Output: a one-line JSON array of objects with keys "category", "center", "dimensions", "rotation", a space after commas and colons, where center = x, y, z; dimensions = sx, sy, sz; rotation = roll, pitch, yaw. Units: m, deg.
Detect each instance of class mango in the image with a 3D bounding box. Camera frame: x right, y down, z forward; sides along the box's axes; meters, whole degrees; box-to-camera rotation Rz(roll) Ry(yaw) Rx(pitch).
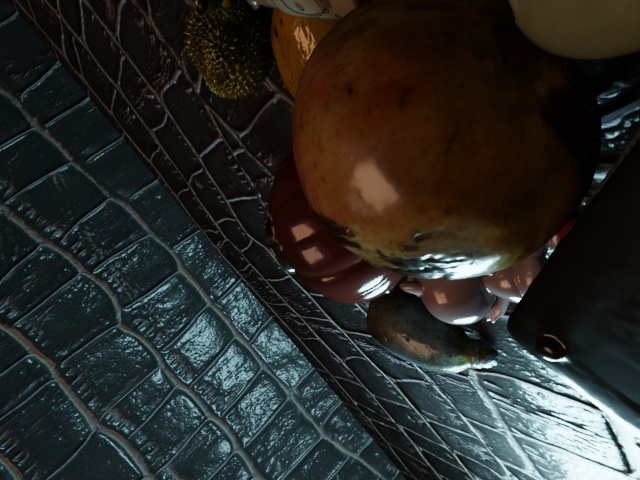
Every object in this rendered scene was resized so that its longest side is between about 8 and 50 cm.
[{"category": "mango", "center": [-0.002, -0.271, 0.768], "dimensions": [0.157, 0.109, 0.262], "rotation": [28, 154, 33]}]

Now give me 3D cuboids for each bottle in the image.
[{"category": "bottle", "center": [-0.009, -0.328, 0.589], "dimensions": [0.209, 0.110, 0.097], "rotation": [26, 173, 37]}]

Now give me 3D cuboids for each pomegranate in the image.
[{"category": "pomegranate", "center": [0.126, -0.108, 0.526], "dimensions": [0.322, 0.322, 0.322], "rotation": [40, 158, 20]}]

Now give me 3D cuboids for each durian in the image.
[{"category": "durian", "center": [-0.163, -0.359, 0.887], "dimensions": [0.159, 0.146, 0.198], "rotation": [19, 129, 52]}]

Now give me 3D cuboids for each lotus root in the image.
[{"category": "lotus root", "center": [0.242, 0.228, 1.129], "dimensions": [0.322, 0.140, 0.158], "rotation": [25, 149, 40]}]

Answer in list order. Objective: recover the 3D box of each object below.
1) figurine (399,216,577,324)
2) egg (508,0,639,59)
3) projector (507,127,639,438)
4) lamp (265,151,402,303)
[{"category": "figurine", "center": [0.276, 0.039, 0.764], "dimensions": [0.287, 0.186, 0.176], "rotation": [-9, 163, 43]}, {"category": "egg", "center": [0.211, -0.222, 0.331], "dimensions": [0.183, 0.183, 0.217], "rotation": [43, 151, 13]}, {"category": "projector", "center": [0.401, 0.050, 0.361], "dimensions": [0.395, 0.242, 0.405], "rotation": [40, 157, 23]}, {"category": "lamp", "center": [0.037, -0.035, 0.885], "dimensions": [0.303, 0.257, 0.303], "rotation": [59, -163, -30]}]
